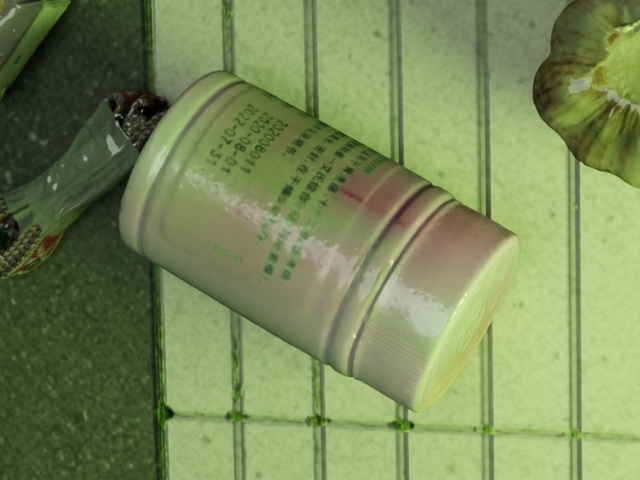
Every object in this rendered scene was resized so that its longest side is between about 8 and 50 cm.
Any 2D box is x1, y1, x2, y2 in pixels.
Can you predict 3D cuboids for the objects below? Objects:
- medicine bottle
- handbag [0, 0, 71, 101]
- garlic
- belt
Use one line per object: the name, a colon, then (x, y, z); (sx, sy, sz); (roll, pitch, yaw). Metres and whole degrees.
medicine bottle: (0.000, 0.000, 1.391); (0.254, 0.152, 0.152); (30, 105, 14)
handbag: (-0.297, -0.193, 1.511); (0.173, 0.095, 0.117); (39, 104, 9)
garlic: (0.225, -0.106, 1.325); (0.159, 0.102, 0.147); (2, 83, 9)
belt: (-0.187, -0.048, 1.508); (0.232, 0.053, 0.071); (-34, 83, 21)
